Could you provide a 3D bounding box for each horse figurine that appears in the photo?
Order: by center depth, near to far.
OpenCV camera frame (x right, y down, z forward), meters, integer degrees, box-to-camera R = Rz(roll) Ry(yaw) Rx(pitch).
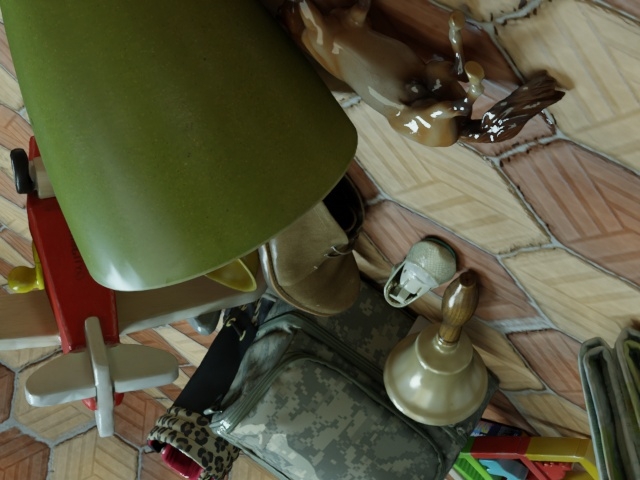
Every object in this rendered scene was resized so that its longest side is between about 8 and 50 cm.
[{"bbox_3d":[0.061,-0.144,1.253,0.263,0.066,0.174,34,159,12],"label":"horse figurine"}]

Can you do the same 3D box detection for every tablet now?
[{"bbox_3d":[0.140,0.135,1.916,0.083,0.054,0.006,37,155,-7],"label":"tablet"}]

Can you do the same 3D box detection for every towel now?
[{"bbox_3d":[0.338,0.299,1.600,0.090,0.321,0.374,-10,150,9],"label":"towel"}]

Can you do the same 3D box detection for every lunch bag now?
[{"bbox_3d":[0.037,0.213,1.983,0.305,0.256,0.212,37,164,-10],"label":"lunch bag"}]

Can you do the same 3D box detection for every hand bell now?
[{"bbox_3d":[0.145,0.103,1.774,0.126,0.126,0.242,31,152,14],"label":"hand bell"}]

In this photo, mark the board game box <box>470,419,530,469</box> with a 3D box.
[{"bbox_3d":[0.257,0.305,2.186,0.141,0.048,0.170,42,162,-29],"label":"board game box"}]

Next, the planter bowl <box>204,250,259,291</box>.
[{"bbox_3d":[-0.143,-0.036,1.925,0.217,0.090,0.217,33,164,10],"label":"planter bowl"}]

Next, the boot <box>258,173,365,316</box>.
[{"bbox_3d":[0.000,0.000,1.737,0.115,0.112,0.305,13,153,29],"label":"boot"}]

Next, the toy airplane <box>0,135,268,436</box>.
[{"bbox_3d":[-0.314,0.083,2.083,0.386,0.384,0.272,32,154,6],"label":"toy airplane"}]

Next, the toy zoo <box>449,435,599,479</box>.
[{"bbox_3d":[0.306,0.317,2.044,0.293,0.030,0.192,-5,139,43],"label":"toy zoo"}]

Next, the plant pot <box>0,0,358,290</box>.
[{"bbox_3d":[-0.153,-0.155,1.366,0.275,0.275,0.293,11,136,54],"label":"plant pot"}]

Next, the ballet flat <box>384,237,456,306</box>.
[{"bbox_3d":[0.107,0.043,1.720,0.057,0.052,0.168,34,164,1],"label":"ballet flat"}]

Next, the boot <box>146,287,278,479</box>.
[{"bbox_3d":[-0.129,0.207,2.241,0.138,0.284,0.377,37,163,-8],"label":"boot"}]
